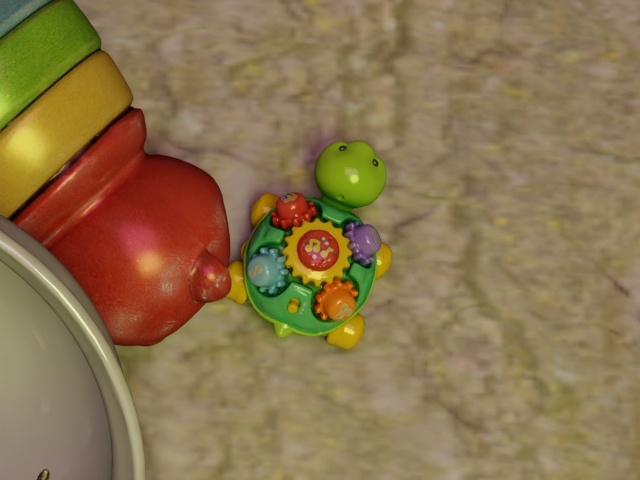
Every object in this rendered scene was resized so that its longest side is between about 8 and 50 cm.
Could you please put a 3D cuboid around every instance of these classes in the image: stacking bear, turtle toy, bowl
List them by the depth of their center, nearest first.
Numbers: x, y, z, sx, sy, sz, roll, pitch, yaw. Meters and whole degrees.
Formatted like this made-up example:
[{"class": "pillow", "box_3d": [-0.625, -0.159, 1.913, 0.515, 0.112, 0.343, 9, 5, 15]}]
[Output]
[{"class": "bowl", "box_3d": [-0.223, 0.087, 0.786, 0.298, 0.134, 0.297, 2, 110, 7]}, {"class": "stacking bear", "box_3d": [-0.169, -0.062, 0.858, 0.289, 0.175, 0.164, 46, 42, -7]}, {"class": "turtle toy", "box_3d": [0.000, 0.000, 0.910, 0.095, 0.066, 0.130, 23, 72, -2]}]

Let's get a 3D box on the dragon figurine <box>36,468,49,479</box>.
[{"class": "dragon figurine", "box_3d": [-0.259, 0.186, 0.678, 0.289, 0.144, 0.085, -11, 109, 11]}]
